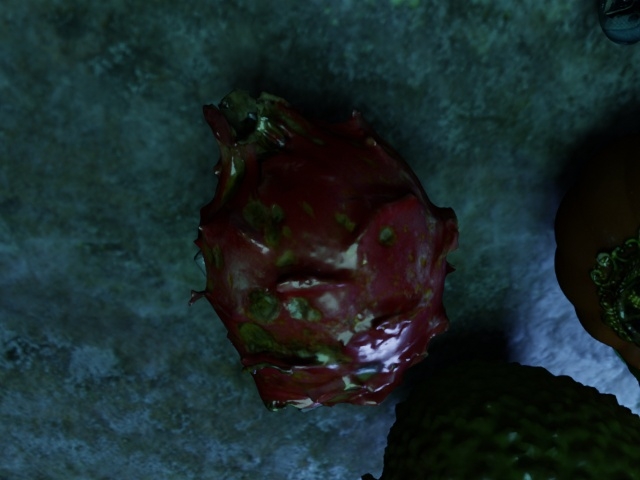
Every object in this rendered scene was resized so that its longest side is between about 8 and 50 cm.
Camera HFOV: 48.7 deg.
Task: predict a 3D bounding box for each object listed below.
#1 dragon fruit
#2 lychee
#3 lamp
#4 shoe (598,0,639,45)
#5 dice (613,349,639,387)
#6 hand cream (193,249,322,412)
[{"bbox_3d":[0.000,0.000,0.551,0.210,0.205,0.268,-19,114,15],"label":"dragon fruit"},{"bbox_3d":[0.175,0.245,0.684,0.320,0.270,0.270,17,133,34],"label":"lychee"},{"bbox_3d":[0.299,0.009,0.563,0.223,0.196,0.223,22,129,30],"label":"lamp"},{"bbox_3d":[0.256,-0.178,0.508,0.106,0.091,0.207,-12,132,34],"label":"shoe"},{"bbox_3d":[0.363,0.126,0.684,0.120,0.128,0.131,-27,120,15],"label":"dice"},{"bbox_3d":[-0.041,0.097,0.707,0.084,0.050,0.257,-26,124,12],"label":"hand cream"}]
